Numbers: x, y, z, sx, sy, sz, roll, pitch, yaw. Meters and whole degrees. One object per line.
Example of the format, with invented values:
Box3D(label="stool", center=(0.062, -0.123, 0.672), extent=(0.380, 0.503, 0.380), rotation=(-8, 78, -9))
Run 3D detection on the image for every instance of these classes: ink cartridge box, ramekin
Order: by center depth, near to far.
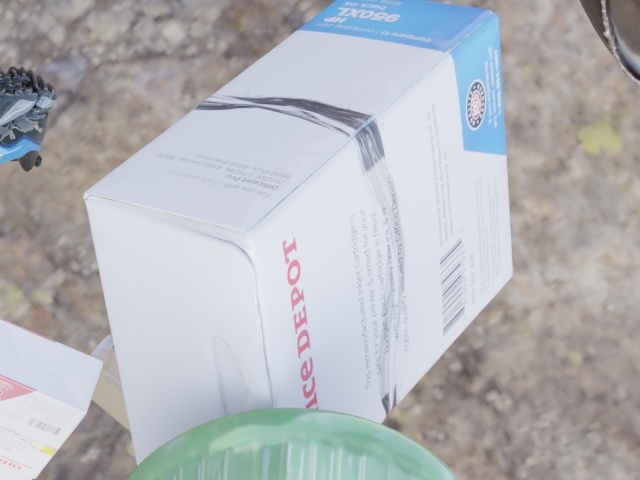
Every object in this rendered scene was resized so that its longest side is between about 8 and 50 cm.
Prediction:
Box3D(label="ramekin", center=(-0.022, 0.288, 1.230), extent=(0.303, 0.303, 0.148), rotation=(36, 28, -20))
Box3D(label="ink cartridge box", center=(0.000, 0.000, 1.390), extent=(0.395, 0.166, 0.285), rotation=(-43, 137, -43))
Box3D(label="ink cartridge box", center=(-0.309, 0.168, 1.626), extent=(0.115, 0.198, 0.067), rotation=(26, 48, -15))

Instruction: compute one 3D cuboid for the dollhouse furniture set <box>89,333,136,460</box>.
Box3D(label="dollhouse furniture set", center=(-0.104, 0.124, 1.896), extent=(0.198, 0.286, 0.303), rotation=(40, 69, 5))

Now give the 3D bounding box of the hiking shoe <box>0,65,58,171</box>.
Box3D(label="hiking shoe", center=(-0.449, -0.122, 1.938), extent=(0.304, 0.132, 0.113), rotation=(-9, 31, -37))

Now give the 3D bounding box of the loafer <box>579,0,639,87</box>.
Box3D(label="loafer", center=(0.223, -0.196, 1.025), extent=(0.366, 0.133, 0.130), rotation=(64, 13, -52))
